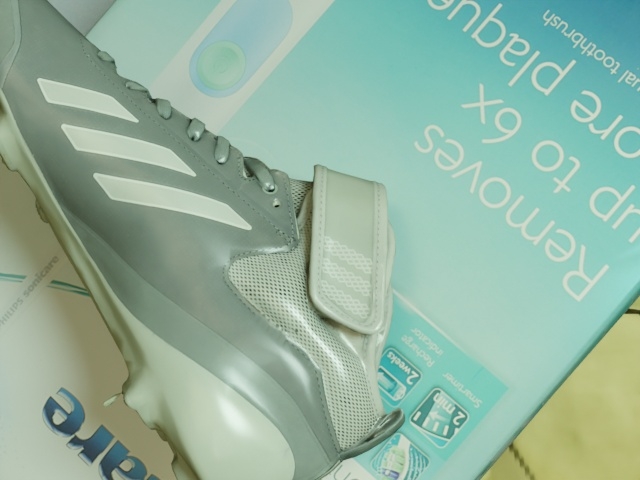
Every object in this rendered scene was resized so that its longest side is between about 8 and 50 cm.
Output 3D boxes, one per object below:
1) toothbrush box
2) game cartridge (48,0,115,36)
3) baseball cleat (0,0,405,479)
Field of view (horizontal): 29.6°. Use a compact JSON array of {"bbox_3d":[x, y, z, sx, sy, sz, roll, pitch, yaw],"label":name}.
[{"bbox_3d":[0.000,0.000,0.476,0.216,0.126,0.295,42,91,14],"label":"toothbrush box"},{"bbox_3d":[-0.176,-0.161,0.573,0.294,0.060,0.196,40,93,14],"label":"game cartridge"},{"bbox_3d":[-0.043,-0.017,0.396,0.109,0.072,0.206,-27,81,-8],"label":"baseball cleat"}]
